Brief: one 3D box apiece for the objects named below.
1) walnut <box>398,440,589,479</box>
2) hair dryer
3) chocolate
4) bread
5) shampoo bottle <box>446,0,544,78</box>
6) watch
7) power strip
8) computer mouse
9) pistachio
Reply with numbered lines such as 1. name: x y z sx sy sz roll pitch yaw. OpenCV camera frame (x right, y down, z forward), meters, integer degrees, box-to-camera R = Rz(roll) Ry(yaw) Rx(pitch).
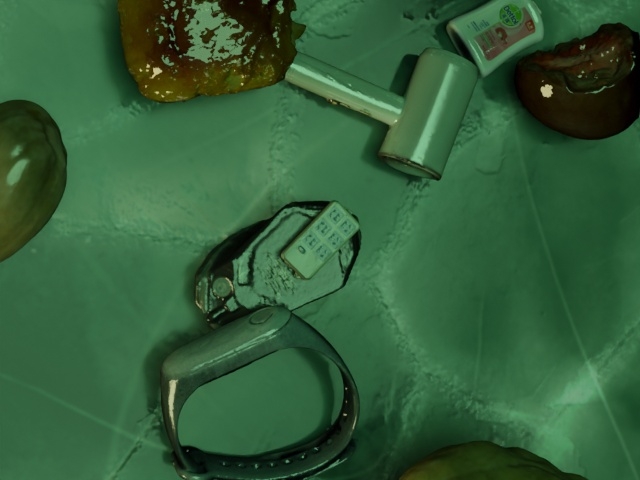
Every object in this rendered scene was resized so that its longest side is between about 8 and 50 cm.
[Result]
1. walnut: 0.180 0.352 1.789 0.276 0.282 0.253 11 48 -18
2. hair dryer: 0.040 -0.166 1.855 0.236 0.073 0.131 21 84 -4
3. chocolate: 0.276 -0.172 1.880 0.133 0.124 0.127 4 93 18
4. bread: -0.131 -0.331 1.764 0.185 0.109 0.380 -11 90 0
5. shampoo bottle: 0.195 -0.229 1.892 0.099 0.043 0.072 -32 89 -11
6. watch: -0.066 0.174 1.805 0.206 0.068 0.193 -27 115 -3
7. power strip: 0.000 0.000 1.798 0.090 0.016 0.040 -46 102 -8
8. computer mouse: -0.044 0.025 1.830 0.192 0.062 0.106 -32 100 -7
9. pistachio: -0.320 -0.051 1.741 0.126 0.108 0.185 27 92 11
